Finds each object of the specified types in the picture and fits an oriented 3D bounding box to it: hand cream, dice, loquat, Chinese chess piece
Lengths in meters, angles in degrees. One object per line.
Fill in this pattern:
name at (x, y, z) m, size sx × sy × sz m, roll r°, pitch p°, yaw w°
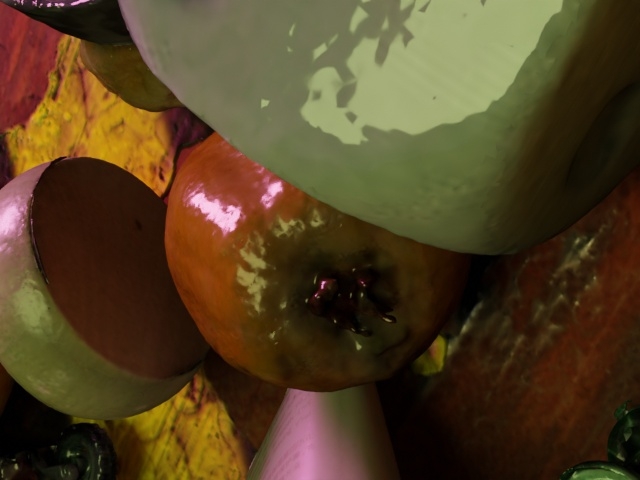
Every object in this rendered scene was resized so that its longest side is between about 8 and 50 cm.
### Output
hand cream at (0.004, 0.197, 0.976) m, size 0.359 × 0.118 × 0.186 m, roll -101°, pitch 30°, yaw -56°
dice at (0.071, -0.169, 0.817) m, size 0.268 × 0.264 × 0.263 m, roll 39°, pitch 116°, yaw 21°
loquat at (0.000, 0.000, 0.965) m, size 0.187 × 0.176 × 0.234 m, roll -51°, pitch 30°, yaw 7°
Chinese chess piece at (-0.159, 0.034, 1.107) m, size 0.083 × 0.188 × 0.188 m, roll -31°, pitch 79°, yaw 32°

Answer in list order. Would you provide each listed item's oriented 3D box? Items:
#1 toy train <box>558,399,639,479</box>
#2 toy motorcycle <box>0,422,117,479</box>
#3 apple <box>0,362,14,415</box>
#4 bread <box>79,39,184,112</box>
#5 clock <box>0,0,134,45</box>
toy train at (0.182, 0.224, 0.926) m, size 0.177 × 0.116 × 0.285 m, roll 42°, pitch 122°, yaw 12°
toy motorcycle at (-0.231, 0.217, 1.266) m, size 0.213 × 0.082 × 0.122 m, roll -18°, pitch 86°, yaw 42°
apple at (-0.369, 0.076, 1.251) m, size 0.246 × 0.226 × 0.246 m, roll -3°, pitch 85°, yaw 37°
bread at (-0.073, -0.156, 1.071) m, size 0.232 × 0.088 × 0.128 m, roll -9°, pitch 101°, yaw 35°
clock at (-0.128, -0.293, 1.039) m, size 0.325 × 0.067 × 0.325 m, roll -7°, pitch 77°, yaw 33°
